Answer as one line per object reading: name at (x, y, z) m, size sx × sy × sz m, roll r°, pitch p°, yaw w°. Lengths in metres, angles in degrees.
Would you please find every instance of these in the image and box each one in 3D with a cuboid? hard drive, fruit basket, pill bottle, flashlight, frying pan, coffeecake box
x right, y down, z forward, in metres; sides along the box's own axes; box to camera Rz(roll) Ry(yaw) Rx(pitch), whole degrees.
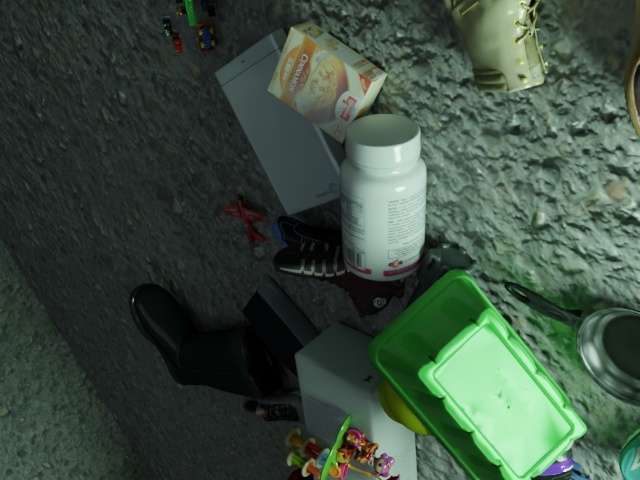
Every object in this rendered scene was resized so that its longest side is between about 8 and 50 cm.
hard drive at (-0.094, 0.233, 1.982) m, size 0.255 × 0.054 × 0.172 m, roll 49°, pitch 142°, yaw 8°
fruit basket at (0.259, 0.266, 1.442) m, size 0.392 × 0.283 × 0.392 m, roll 49°, pitch 175°, yaw 6°
pill bottle at (0.117, -0.079, 1.431) m, size 0.160 × 0.160 × 0.283 m, roll 25°, pitch 133°, yaw 34°
flashlight at (0.224, 0.137, 1.539) m, size 0.103 × 0.103 × 0.304 m, roll 44°, pitch 137°, yaw 22°
frying pan at (0.479, 0.180, 1.323) m, size 0.326 × 0.053 × 0.197 m, roll 15°, pitch 128°, yaw 43°
hard drive at (-0.073, -0.237, 1.615) m, size 0.233 × 0.047 × 0.353 m, roll -16°, pitch 105°, yaw 51°
coffeecake box at (0.010, -0.295, 1.427) m, size 0.185 × 0.068 × 0.142 m, roll 37°, pitch 129°, yaw 12°

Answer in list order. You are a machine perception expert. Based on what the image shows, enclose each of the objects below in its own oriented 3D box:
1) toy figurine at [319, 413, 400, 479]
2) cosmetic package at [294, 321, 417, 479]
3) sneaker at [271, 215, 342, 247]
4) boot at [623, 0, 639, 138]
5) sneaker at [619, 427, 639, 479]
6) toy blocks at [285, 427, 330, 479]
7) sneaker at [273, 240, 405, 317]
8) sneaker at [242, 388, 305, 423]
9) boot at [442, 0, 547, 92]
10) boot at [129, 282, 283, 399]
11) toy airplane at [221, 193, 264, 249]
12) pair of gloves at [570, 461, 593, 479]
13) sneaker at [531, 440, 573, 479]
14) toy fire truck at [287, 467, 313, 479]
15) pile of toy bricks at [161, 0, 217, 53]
toy figurine at (0.103, 0.487, 1.677) m, size 0.159 × 0.130 × 0.173 m, roll 23°, pitch 109°, yaw 15°
cosmetic package at (0.093, 0.447, 1.850) m, size 0.230 × 0.161 × 0.454 m, roll 21°, pitch 131°, yaw 36°
sneaker at (0.000, 0.000, 1.684) m, size 0.232 × 0.081 × 0.090 m, roll 32°, pitch 133°, yaw 11°
boot at (0.498, -0.231, 0.960) m, size 0.206 × 0.090 × 0.249 m, roll 15°, pitch 124°, yaw 43°
sneaker at (0.602, 0.362, 1.277) m, size 0.107 × 0.110 × 0.275 m, roll 52°, pitch 143°, yaw 4°
toy blocks at (-0.014, 0.536, 1.855) m, size 0.148 × 0.054 × 0.123 m, roll 26°, pitch 133°, yaw 35°
sneaker at (0.045, 0.092, 1.597) m, size 0.281 × 0.106 × 0.163 m, roll 0°, pitch 121°, yaw 11°
sneaker at (-0.108, 0.470, 2.132) m, size 0.271 × 0.108 × 0.100 m, roll 3°, pitch 117°, yaw 45°
boot at (0.298, -0.325, 1.103) m, size 0.261 × 0.095 × 0.204 m, roll -6°, pitch 112°, yaw 51°
boot at (-0.334, 0.278, 2.199) m, size 0.445 × 0.146 × 0.367 m, roll -3°, pitch 123°, yaw 52°
toy airplane at (-0.179, -0.047, 1.886) m, size 0.151 × 0.028 × 0.151 m, roll 29°, pitch 136°, yaw 32°
pair of gloves at (0.482, 0.510, 1.590) m, size 0.159 × 0.023 × 0.198 m, roll 29°, pitch 135°, yaw 33°
sneaker at (0.375, 0.442, 1.560) m, size 0.293 × 0.102 × 0.146 m, roll 1°, pitch 101°, yaw 47°
toy fire truck at (0.001, 0.775, 2.079) m, size 0.169 × 0.254 × 0.302 m, roll 6°, pitch 160°, yaw 45°
pile of toy bricks at (-0.282, -0.505, 1.610) m, size 0.212 × 0.118 × 0.105 m, roll 90°, pitch 164°, yaw -49°
